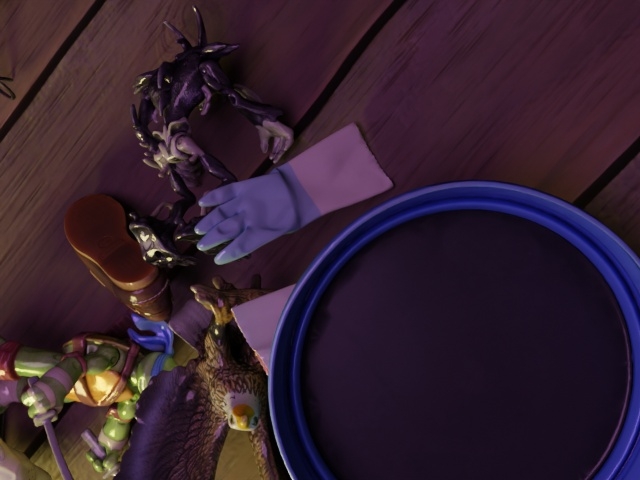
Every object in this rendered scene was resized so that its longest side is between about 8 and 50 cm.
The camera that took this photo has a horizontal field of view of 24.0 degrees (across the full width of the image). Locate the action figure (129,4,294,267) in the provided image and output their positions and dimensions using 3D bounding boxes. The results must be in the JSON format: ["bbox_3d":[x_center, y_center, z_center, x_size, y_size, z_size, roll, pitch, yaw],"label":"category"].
[{"bbox_3d":[-0.128,-0.105,1.612,0.164,0.141,0.275,-14,62,34],"label":"action figure"}]

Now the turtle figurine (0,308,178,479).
[{"bbox_3d":[-0.296,0.200,1.680,0.266,0.198,0.274,7,94,29],"label":"turtle figurine"}]

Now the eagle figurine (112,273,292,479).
[{"bbox_3d":[-0.087,0.191,1.562,0.226,0.225,0.298,8,98,25],"label":"eagle figurine"}]

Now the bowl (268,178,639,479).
[{"bbox_3d":[0.144,0.135,1.447,0.391,0.077,0.391,0,96,-2],"label":"bowl"}]

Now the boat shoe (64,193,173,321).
[{"bbox_3d":[-0.224,0.021,1.671,0.073,0.073,0.207,-32,40,-8],"label":"boat shoe"}]

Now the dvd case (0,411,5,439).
[{"bbox_3d":[-0.463,0.240,1.859,0.164,0.018,0.221,9,98,24],"label":"dvd case"}]

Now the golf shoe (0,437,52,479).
[{"bbox_3d":[-0.469,0.273,1.771,0.306,0.115,0.140,-7,134,20],"label":"golf shoe"}]

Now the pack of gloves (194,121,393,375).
[{"bbox_3d":[0.000,0.000,1.518,0.195,0.232,0.046,60,153,5],"label":"pack of gloves"}]

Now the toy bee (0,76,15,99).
[{"bbox_3d":[-0.439,-0.325,1.744,0.162,0.298,0.195,-53,33,-9],"label":"toy bee"}]
